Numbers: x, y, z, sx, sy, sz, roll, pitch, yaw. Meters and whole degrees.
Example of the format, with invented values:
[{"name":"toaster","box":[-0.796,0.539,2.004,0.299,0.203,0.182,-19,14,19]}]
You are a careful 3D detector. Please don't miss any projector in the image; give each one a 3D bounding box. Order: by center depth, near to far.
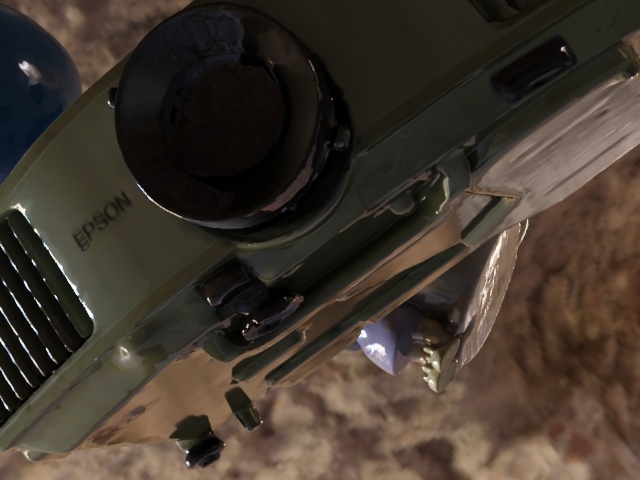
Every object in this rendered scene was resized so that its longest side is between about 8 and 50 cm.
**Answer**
[{"name":"projector","box":[0.003,-0.022,0.482,0.269,0.088,0.193,-37,-15,11]}]

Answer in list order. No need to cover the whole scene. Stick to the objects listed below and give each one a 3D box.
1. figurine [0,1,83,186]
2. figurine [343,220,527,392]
[{"name":"figurine","box":[-0.338,-0.184,0.946,0.243,0.416,0.298,-4,50,39]},{"name":"figurine","box":[0.000,0.000,0.952,0.155,0.235,0.127,-62,-21,-26]}]
